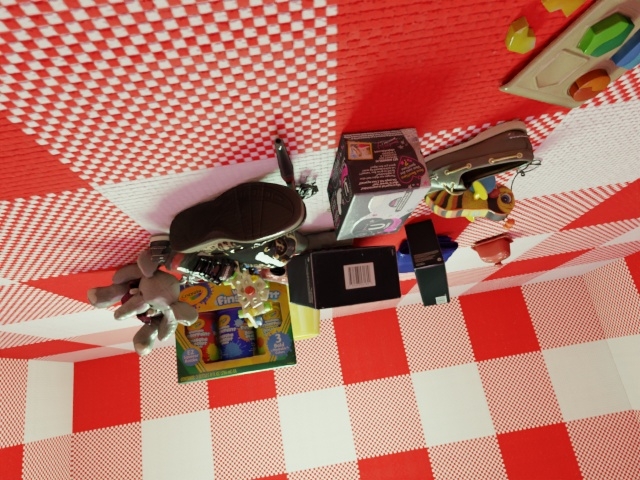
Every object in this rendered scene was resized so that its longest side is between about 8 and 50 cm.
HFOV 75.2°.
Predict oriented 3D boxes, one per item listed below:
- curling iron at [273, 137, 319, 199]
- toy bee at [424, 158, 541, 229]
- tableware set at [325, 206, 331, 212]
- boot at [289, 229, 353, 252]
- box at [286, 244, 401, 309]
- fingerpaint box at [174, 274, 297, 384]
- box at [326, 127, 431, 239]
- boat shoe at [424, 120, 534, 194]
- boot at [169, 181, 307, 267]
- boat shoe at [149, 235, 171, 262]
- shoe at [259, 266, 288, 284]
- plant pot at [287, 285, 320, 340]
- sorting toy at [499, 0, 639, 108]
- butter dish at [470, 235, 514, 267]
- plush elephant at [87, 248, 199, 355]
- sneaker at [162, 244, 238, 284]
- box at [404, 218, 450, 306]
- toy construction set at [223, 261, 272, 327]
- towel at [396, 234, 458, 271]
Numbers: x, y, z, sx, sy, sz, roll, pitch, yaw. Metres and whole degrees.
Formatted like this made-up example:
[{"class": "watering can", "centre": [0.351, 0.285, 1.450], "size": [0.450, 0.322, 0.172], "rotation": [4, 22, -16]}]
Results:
[{"class": "curling iron", "centre": [-0.057, -0.148, 0.877], "size": [0.068, 0.035, 0.274], "rotation": [-16, 162, 5]}, {"class": "toy bee", "centre": [0.427, -0.103, 1.067], "size": [0.298, 0.162, 0.195], "rotation": [-19, 158, 25]}, {"class": "tableware set", "centre": [0.093, -0.105, 1.108], "size": [0.154, 0.024, 0.104], "rotation": [0, 156, -25]}, {"class": "boot", "centre": [0.000, -0.002, 1.276], "size": [0.208, 0.076, 0.189], "rotation": [-1, 175, -5]}, {"class": "box", "centre": [0.063, 0.119, 1.401], "size": [0.296, 0.183, 0.294], "rotation": [-4, 176, -20]}, {"class": "fingerpaint box", "centre": [-0.338, 0.342, 1.649], "size": [0.444, 0.371, 0.163], "rotation": [-6, 163, -10]}, {"class": "box", "centre": [0.116, -0.111, 0.907], "size": [0.163, 0.142, 0.247], "rotation": [-7, 162, -9]}, {"class": "boat shoe", "centre": [0.320, -0.160, 0.948], "size": [0.305, 0.091, 0.109], "rotation": [-23, 157, 35]}, {"class": "boot", "centre": [-0.150, -0.019, 1.046], "size": [0.377, 0.138, 0.284], "rotation": [-15, 160, 26]}, {"class": "boat shoe", "centre": [-0.419, 0.052, 1.215], "size": [0.084, 0.079, 0.233], "rotation": [-12, 164, 9]}, {"class": "shoe", "centre": [-0.141, 0.130, 1.608], "size": [0.177, 0.064, 0.081], "rotation": [8, 160, -33]}, {"class": "plant pot", "centre": [-0.102, 0.351, 2.011], "size": [0.253, 0.239, 0.254], "rotation": [-10, 162, -3]}, {"class": "sorting toy", "centre": [0.412, -0.298, 0.667], "size": [0.307, 0.041, 0.229], "rotation": [0, 159, -28]}, {"class": "butter dish", "centre": [0.743, 0.057, 1.769], "size": [0.160, 0.118, 0.160], "rotation": [-21, 158, 30]}, {"class": "plush elephant", "centre": [-0.511, 0.172, 1.250], "size": [0.330, 0.272, 0.255], "rotation": [-35, -178, -15]}, {"class": "sneaker", "centre": [-0.320, 0.063, 1.158], "size": [0.135, 0.098, 0.276], "rotation": [26, -179, 15]}, {"class": "box", "centre": [0.368, 0.083, 1.429], "size": [0.103, 0.184, 0.261], "rotation": [-12, 140, 13]}, {"class": "toy construction set", "centre": [-0.253, 0.178, 1.454], "size": [0.151, 0.215, 0.328], "rotation": [-8, 161, -7]}, {"class": "towel", "centre": [0.407, 0.058, 1.683], "size": [0.227, 0.076, 0.308], "rotation": [-5, 161, 1]}]
